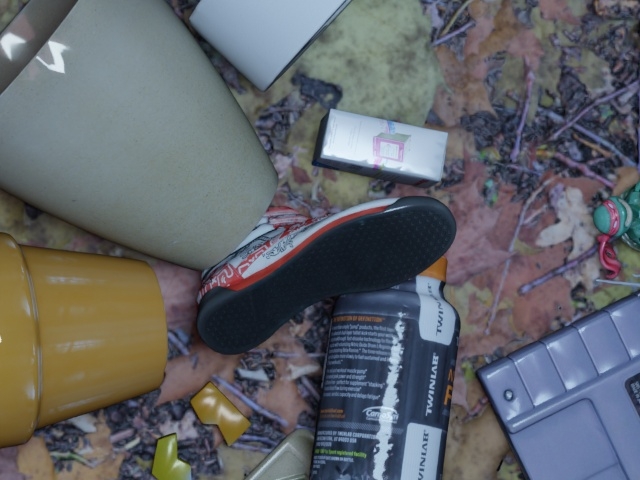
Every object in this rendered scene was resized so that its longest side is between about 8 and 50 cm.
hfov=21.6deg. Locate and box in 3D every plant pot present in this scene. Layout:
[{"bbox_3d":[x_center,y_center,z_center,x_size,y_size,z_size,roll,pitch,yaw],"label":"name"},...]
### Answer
[{"bbox_3d":[-0.252,0.090,1.603,0.188,0.205,0.205,-4,90,-21],"label":"plant pot"},{"bbox_3d":[-0.179,-0.103,1.594,0.274,0.256,0.256,40,86,-20],"label":"plant pot"}]

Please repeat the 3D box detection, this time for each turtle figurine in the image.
[{"bbox_3d":[0.363,-0.031,1.693,0.234,0.118,0.175,-8,99,-19],"label":"turtle figurine"}]

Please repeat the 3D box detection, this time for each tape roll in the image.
[{"bbox_3d":[0.005,-0.272,1.576,0.100,0.286,0.286,43,86,-4],"label":"tape roll"}]

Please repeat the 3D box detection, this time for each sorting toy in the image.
[{"bbox_3d":[-0.057,0.304,1.687,0.229,0.041,0.307,-44,94,-4],"label":"sorting toy"}]

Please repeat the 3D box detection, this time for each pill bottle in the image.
[{"bbox_3d":[0.067,0.129,1.647,0.130,0.130,0.246,9,80,-5],"label":"pill bottle"}]

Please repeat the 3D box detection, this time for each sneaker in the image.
[{"bbox_3d":[-0.001,-0.001,1.622,0.270,0.145,0.090,-27,120,14],"label":"sneaker"}]

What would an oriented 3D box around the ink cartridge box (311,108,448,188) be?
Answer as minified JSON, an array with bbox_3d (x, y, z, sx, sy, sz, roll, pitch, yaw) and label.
[{"bbox_3d":[0.059,-0.090,1.676,0.122,0.088,0.052,12,86,-6],"label":"ink cartridge box"}]

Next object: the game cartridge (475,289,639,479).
[{"bbox_3d":[0.336,0.243,1.718,0.230,0.068,0.355,-26,92,-1],"label":"game cartridge"}]
